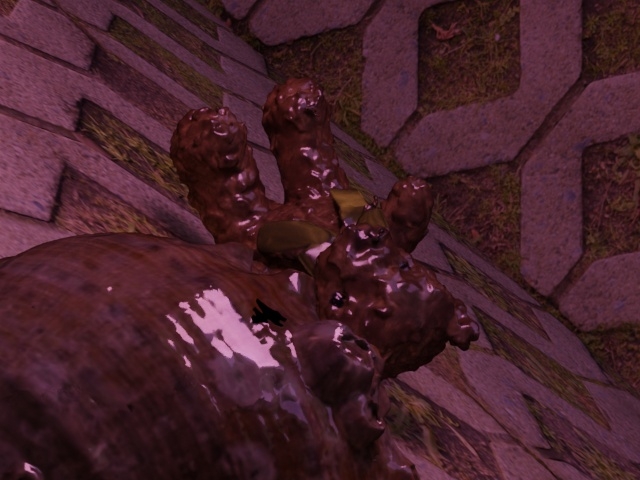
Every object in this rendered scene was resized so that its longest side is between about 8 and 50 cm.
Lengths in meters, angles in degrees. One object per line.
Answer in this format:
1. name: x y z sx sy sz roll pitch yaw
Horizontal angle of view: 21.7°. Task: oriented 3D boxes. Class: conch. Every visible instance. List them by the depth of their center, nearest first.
1. conch: -0.099 0.086 0.890 0.352 0.210 0.297 32 -3 -37

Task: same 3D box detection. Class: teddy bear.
1. teddy bear: -0.002 -0.010 1.570 0.222 0.246 0.296 -12 -82 65
